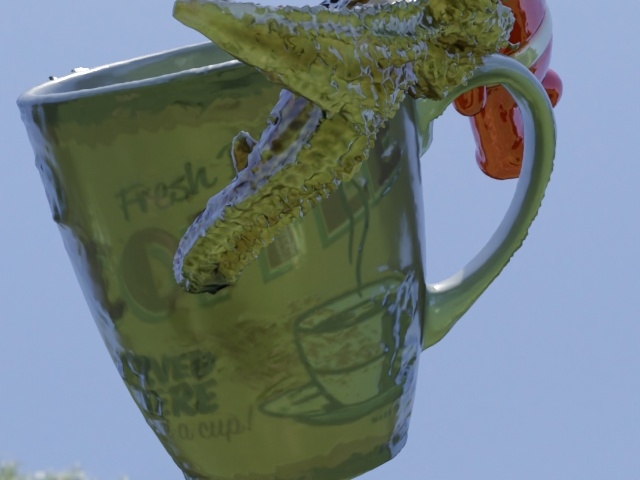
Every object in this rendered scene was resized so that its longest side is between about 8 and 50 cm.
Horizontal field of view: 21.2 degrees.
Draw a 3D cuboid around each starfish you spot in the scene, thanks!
[{"bbox_3d":[0.014,-0.063,0.575,0.071,0.216,0.238,37,-55,6],"label":"starfish"}]

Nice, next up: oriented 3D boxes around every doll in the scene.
[{"bbox_3d":[0.102,-0.207,1.108,0.105,0.200,0.336,-4,-55,20],"label":"doll"}]

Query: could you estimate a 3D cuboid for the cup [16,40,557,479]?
[{"bbox_3d":[0.000,0.000,1.007,0.301,0.227,0.257,-14,-77,-6],"label":"cup"}]
